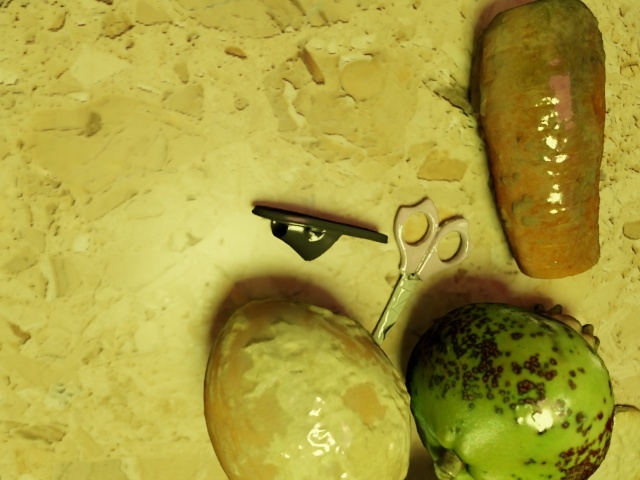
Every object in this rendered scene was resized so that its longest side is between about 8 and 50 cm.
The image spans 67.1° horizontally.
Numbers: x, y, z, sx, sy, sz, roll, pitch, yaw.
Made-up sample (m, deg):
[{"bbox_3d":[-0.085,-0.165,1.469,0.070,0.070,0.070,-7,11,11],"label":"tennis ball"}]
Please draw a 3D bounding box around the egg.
[{"bbox_3d":[-0.015,0.171,0.489,0.203,0.203,0.245,-35,101,-6],"label":"egg"}]

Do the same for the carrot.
[{"bbox_3d":[0.254,-0.108,0.545,0.139,0.139,0.301,-20,105,-11],"label":"carrot"}]

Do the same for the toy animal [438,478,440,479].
[{"bbox_3d":[0.114,0.407,0.570,0.289,0.249,0.174,-44,72,32],"label":"toy animal"}]

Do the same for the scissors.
[{"bbox_3d":[0.107,0.055,0.592,0.110,0.021,0.212,27,91,-16],"label":"scissors"}]

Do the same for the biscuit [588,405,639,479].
[{"bbox_3d":[0.448,0.320,0.731,0.152,0.020,0.152,-3,101,-15],"label":"biscuit"}]

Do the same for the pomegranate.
[{"bbox_3d":[0.230,0.174,0.553,0.277,0.222,0.203,5,82,-34],"label":"pomegranate"}]

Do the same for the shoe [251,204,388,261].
[{"bbox_3d":[0.000,0.000,0.535,0.160,0.062,0.053,9,100,-20],"label":"shoe"}]
